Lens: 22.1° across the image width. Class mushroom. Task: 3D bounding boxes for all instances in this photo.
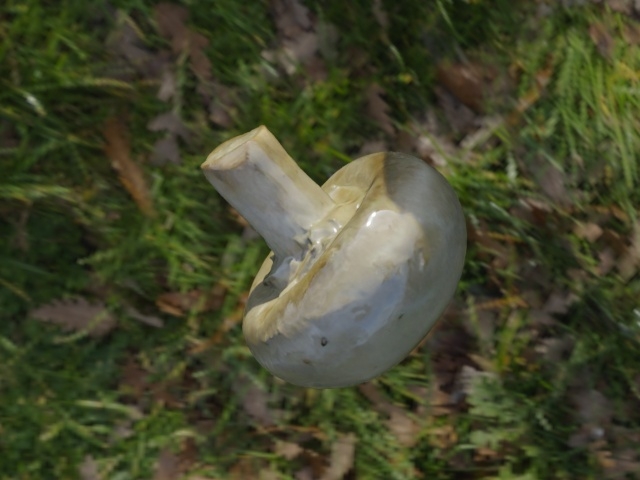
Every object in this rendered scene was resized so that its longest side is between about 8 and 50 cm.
[{"bbox_3d":[0.000,0.000,1.279,0.207,0.207,0.215,-44,102,7],"label":"mushroom"}]
